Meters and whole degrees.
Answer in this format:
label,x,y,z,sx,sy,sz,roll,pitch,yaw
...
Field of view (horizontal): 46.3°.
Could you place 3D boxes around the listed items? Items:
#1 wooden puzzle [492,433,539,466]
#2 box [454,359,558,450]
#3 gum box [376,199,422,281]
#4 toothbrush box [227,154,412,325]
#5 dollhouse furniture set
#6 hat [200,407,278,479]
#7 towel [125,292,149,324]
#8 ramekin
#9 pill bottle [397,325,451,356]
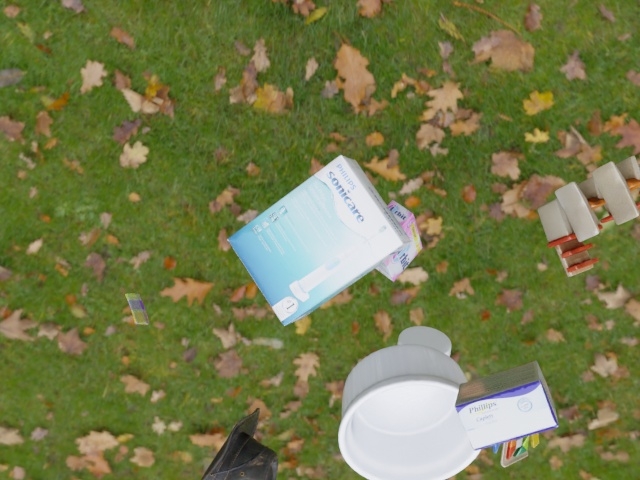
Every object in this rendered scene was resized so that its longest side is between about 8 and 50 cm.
label,x,y,z,sx,sy,sz,roll,pitch,yaw
wooden puzzle,0.320,0.325,1.215,0.116,0.014,0.078,-18,111,-35
box,0.272,0.240,1.099,0.126,0.137,0.072,-21,88,15
gum box,0.162,0.006,1.669,0.107,0.062,0.188,-47,152,-10
toothbrush box,0.000,0.000,1.519,0.296,0.126,0.216,-37,82,14
dollhouse furniture set,0.505,-0.047,1.253,0.262,0.135,0.259,-15,168,-34
hat,-0.174,0.544,1.662,0.134,0.331,0.331,28,126,11
towel,-0.451,0.169,1.843,0.009,0.060,0.083,-26,78,16
ramekin,0.169,0.332,1.449,0.278,0.135,0.277,-1,121,-2
pill bottle,0.247,0.368,1.910,0.162,0.162,0.278,4,117,-2
